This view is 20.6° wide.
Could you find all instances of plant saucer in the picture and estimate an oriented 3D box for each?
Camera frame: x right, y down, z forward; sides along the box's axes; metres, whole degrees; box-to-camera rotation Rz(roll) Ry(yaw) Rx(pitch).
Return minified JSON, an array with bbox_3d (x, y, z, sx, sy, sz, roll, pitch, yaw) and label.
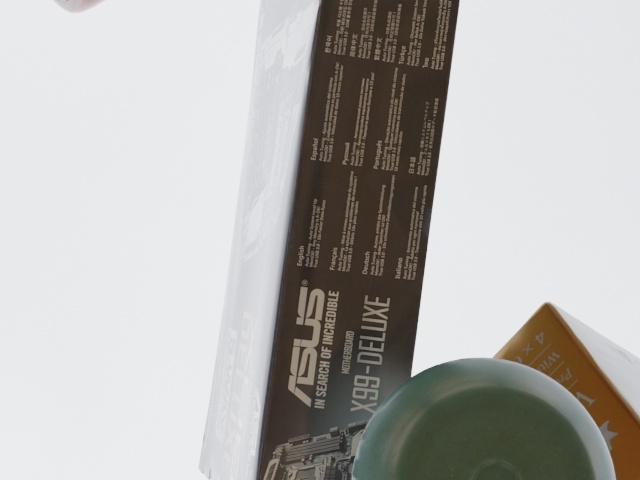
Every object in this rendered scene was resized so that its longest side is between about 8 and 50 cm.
[{"bbox_3d":[0.074,0.108,0.759,0.119,0.021,0.119,2,-104,-9],"label":"plant saucer"}]

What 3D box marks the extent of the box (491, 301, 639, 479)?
[{"bbox_3d":[0.181,0.240,0.995,0.215,0.168,0.345,-47,-136,14],"label":"box"}]

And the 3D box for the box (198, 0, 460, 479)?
[{"bbox_3d":[0.000,0.000,0.972,0.077,0.242,0.307,7,-89,-9],"label":"box"}]

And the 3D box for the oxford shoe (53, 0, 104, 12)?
[{"bbox_3d":[-0.133,-0.299,0.894,0.130,0.123,0.348,-23,-71,-21],"label":"oxford shoe"}]
